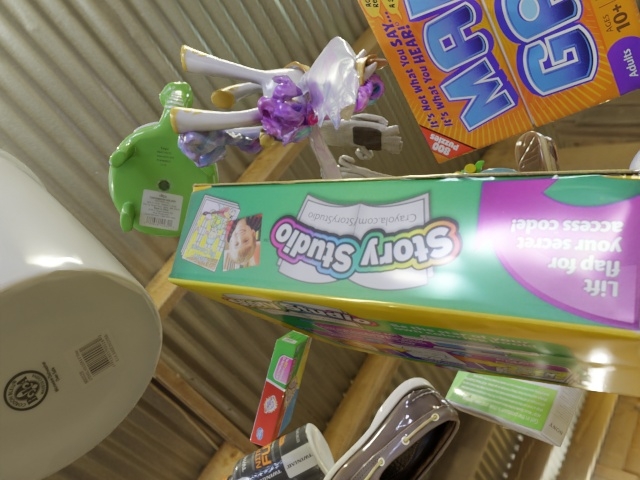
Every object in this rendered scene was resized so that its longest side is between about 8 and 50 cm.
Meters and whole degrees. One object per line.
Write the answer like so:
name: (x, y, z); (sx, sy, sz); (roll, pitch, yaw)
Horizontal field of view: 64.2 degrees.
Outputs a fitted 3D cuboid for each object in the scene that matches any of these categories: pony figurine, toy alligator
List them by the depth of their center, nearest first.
pony figurine: (-0.046, -0.210, 0.832); (0.303, 0.362, 0.351); (90, 175, -49)
toy alligator: (0.355, -0.139, 1.309); (0.189, 0.051, 0.056); (-33, -30, -4)

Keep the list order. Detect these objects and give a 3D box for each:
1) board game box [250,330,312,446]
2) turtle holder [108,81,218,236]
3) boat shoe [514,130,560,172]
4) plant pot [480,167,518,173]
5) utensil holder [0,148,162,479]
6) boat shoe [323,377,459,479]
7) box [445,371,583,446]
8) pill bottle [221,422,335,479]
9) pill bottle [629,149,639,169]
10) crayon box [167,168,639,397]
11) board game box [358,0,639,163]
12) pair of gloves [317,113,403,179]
board game box: (-0.116, 0.453, 1.612); (0.242, 0.064, 0.317); (3, -78, -78)
turtle holder: (-0.367, -0.178, 1.181); (0.243, 0.227, 0.321); (-19, -66, -3)
boat shoe: (0.641, -0.138, 1.441); (0.123, 0.123, 0.343); (3, -105, -28)
plant pot: (0.648, -0.113, 1.856); (0.271, 0.271, 0.256); (27, -119, -40)
utensil holder: (-0.444, 0.080, 0.666); (0.327, 0.385, 0.328); (-32, -41, -33)
boat shoe: (0.099, 0.376, 0.807); (0.116, 0.096, 0.324); (36, -90, -30)
box: (0.378, 0.178, 0.909); (0.058, 0.232, 0.322); (39, -107, -17)
pill bottle: (-0.100, 0.512, 1.108); (0.245, 0.130, 0.131); (-30, -61, 5)
pill bottle: (0.391, -0.024, 0.485); (0.180, 0.108, 0.108); (44, -117, -17)
crayon box: (0.099, 0.049, 0.483); (0.313, 0.362, 0.106); (35, -117, -52)
board game box: (0.334, -0.417, 0.908); (0.356, 0.356, 0.357); (59, -143, -17)
pair of gloves: (0.087, -0.189, 1.155); (0.240, 0.204, 0.042); (77, -155, -50)
